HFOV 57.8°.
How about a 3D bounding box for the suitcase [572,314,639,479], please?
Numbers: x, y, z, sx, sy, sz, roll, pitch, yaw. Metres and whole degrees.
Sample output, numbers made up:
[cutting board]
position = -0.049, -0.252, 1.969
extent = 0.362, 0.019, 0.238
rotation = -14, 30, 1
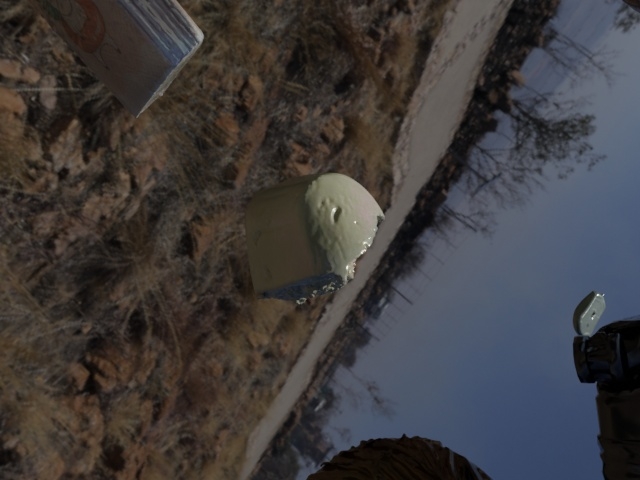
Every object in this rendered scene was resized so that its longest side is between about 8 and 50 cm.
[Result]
[suitcase]
position = 0.319, 0.113, 0.365
extent = 0.229, 0.152, 0.335
rotation = -10, 171, 35

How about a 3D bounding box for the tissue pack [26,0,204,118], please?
[tissue pack]
position = -0.281, -0.302, 0.636
extent = 0.071, 0.325, 0.170
rotation = -51, -162, -28

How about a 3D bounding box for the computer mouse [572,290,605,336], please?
[computer mouse]
position = 0.525, 0.143, 1.141
extent = 0.110, 0.056, 0.032
rotation = -48, -155, -23

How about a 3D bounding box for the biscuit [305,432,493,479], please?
[biscuit]
position = 0.040, 0.317, 0.478
extent = 0.318, 0.040, 0.318
rotation = -31, -145, 25

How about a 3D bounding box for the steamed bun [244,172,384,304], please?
[steamed bun]
position = 0.000, 0.000, 0.893
extent = 0.170, 0.200, 0.225
rotation = -5, 180, -33

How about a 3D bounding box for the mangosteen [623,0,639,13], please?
[mangosteen]
position = 0.341, -0.291, 0.476
extent = 0.217, 0.192, 0.192
rotation = -33, 174, 9
